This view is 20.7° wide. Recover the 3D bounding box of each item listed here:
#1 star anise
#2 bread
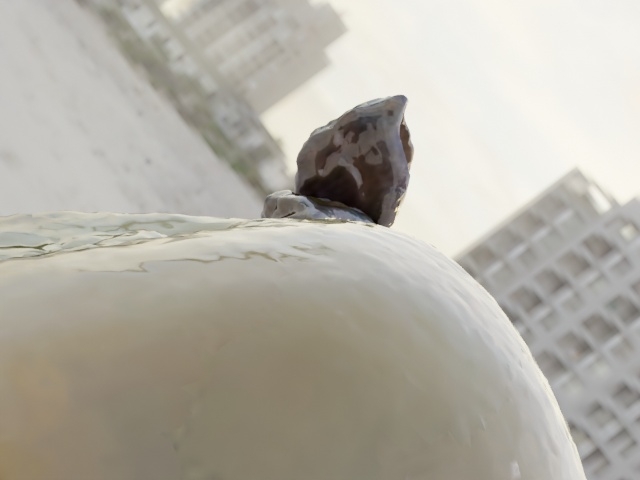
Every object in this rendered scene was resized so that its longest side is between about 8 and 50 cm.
[{"bbox_3d":[-0.007,0.013,1.030,0.073,0.197,0.212,25,-42,4],"label":"star anise"},{"bbox_3d":[-0.063,0.185,0.545,0.253,0.348,0.376,-168,-106,-66],"label":"bread"}]
